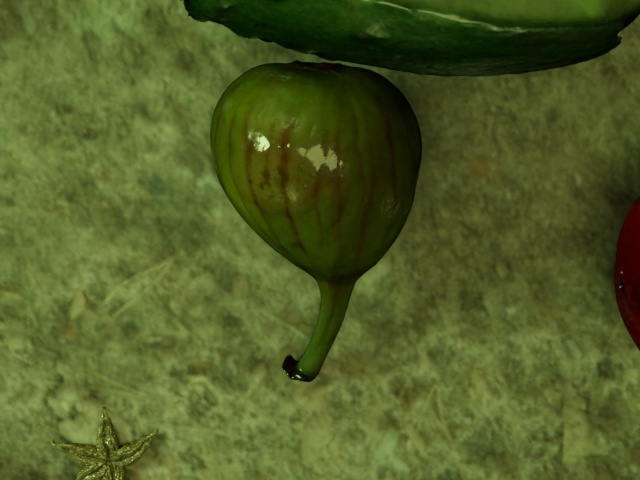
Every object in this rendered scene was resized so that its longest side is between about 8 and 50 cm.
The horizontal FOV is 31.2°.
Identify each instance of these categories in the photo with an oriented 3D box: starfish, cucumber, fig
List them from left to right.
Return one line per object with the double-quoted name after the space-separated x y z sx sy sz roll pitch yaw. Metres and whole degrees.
-0.170 0.180 0.927 0.086 0.016 0.092 -11 97 2 "starfish"
0.000 0.000 0.832 0.151 0.151 0.259 -2 106 -1 "fig"
0.065 -0.161 0.784 0.325 0.145 0.105 9 68 -6 "cucumber"

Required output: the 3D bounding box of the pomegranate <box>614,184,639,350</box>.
0.325 0.022 0.821 0.235 0.210 0.210 17 102 -34 "pomegranate"
